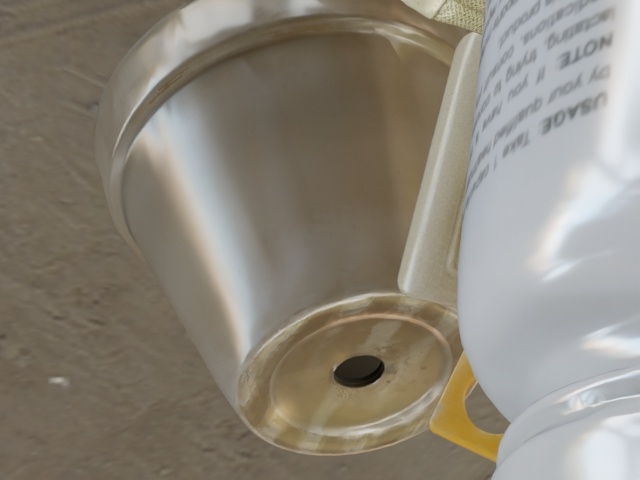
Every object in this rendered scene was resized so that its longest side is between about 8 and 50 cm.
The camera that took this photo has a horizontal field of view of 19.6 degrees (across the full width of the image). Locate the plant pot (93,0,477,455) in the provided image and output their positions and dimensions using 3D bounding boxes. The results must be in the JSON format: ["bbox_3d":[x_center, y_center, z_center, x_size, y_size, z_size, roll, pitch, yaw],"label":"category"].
[{"bbox_3d":[0.000,0.000,1.424,0.323,0.323,0.280,-24,48,12],"label":"plant pot"}]

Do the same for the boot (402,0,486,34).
[{"bbox_3d":[0.072,-0.213,0.891,0.203,0.262,0.095,-43,41,28],"label":"boot"}]

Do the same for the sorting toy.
[{"bbox_3d":[0.159,-0.031,1.116,0.196,0.047,0.348,13,72,7],"label":"sorting toy"}]

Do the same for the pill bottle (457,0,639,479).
[{"bbox_3d":[0.117,-0.030,0.445,0.160,0.160,0.283,2,62,14],"label":"pill bottle"}]
